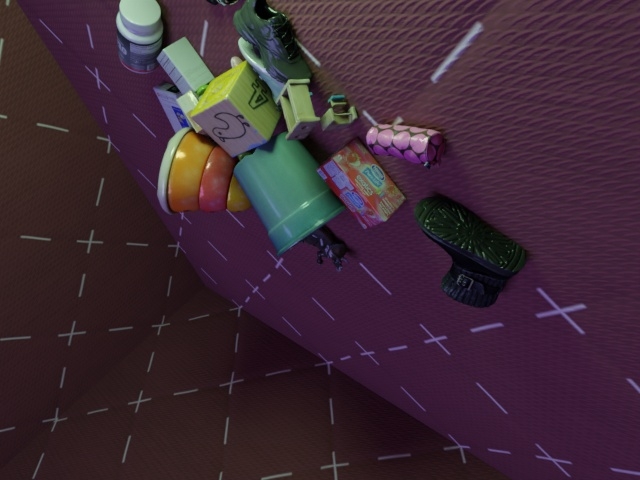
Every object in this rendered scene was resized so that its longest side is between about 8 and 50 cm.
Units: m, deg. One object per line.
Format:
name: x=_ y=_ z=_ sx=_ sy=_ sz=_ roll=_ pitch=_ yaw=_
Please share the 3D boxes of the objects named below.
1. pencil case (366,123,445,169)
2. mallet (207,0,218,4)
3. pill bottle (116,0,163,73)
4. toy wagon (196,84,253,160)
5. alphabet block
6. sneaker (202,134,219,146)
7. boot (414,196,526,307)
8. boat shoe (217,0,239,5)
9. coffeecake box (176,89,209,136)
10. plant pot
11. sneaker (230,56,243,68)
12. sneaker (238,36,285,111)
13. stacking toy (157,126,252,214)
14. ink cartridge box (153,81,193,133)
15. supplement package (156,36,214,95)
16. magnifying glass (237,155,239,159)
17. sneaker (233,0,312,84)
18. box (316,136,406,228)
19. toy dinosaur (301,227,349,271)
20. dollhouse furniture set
pencil case: x=0.227 y=-0.255 z=1.303 sx=0.209 sy=0.095 sz=0.098 roll=24 pitch=164 yaw=42
mallet: x=-0.319 y=-0.778 z=1.411 sx=0.062 sy=0.039 sz=0.189 roll=43 pitch=151 yaw=8
pill bottle: x=-0.674 y=-0.770 z=1.812 sx=0.161 sy=0.161 sz=0.283 roll=47 pitch=155 yaw=-2
toy wagon: x=-0.333 y=-0.423 z=1.817 sx=0.267 sy=0.068 sz=0.344 roll=62 pitch=-170 yaw=21
alphabet block: x=-0.263 y=-0.422 z=1.571 sx=0.193 sy=0.193 sz=0.197 roll=-15 pitch=135 yaw=38
sneaker: x=-0.503 y=-0.440 z=2.116 sx=0.106 sy=0.078 sz=0.234 roll=44 pitch=171 yaw=18
boot: x=0.401 y=0.047 z=1.433 sx=0.348 sy=0.131 sz=0.260 roll=38 pitch=154 yaw=15
boat shoe: x=-0.259 y=-0.708 z=1.382 sx=0.183 sy=0.066 sz=0.066 roll=12 pitch=139 yaw=49
coffeecake box: x=-0.444 y=-0.472 z=1.828 sx=0.142 sy=0.068 sz=0.185 roll=58 pitch=-171 yaw=-1
plant pot: x=-0.106 y=-0.173 z=1.688 sx=0.334 sy=0.341 sz=0.341 roll=55 pitch=155 yaw=0
sneaker: x=-0.240 y=-0.554 z=1.613 sx=0.070 sy=0.051 sz=0.134 roll=-6 pitch=119 yaw=43
sneaker: x=-0.163 y=-0.509 z=1.506 sx=0.256 sy=0.094 sz=0.151 roll=45 pitch=158 yaw=4
stacking toy: x=-0.351 y=-0.218 z=1.886 sx=0.481 sy=0.350 sz=0.350 roll=15 pitch=151 yaw=1
ink cartridge box: x=-0.611 y=-0.526 z=2.197 sx=0.176 sy=0.069 sz=0.370 roll=26 pitch=146 yaw=35
supplement package: x=-0.503 y=-0.641 z=1.810 sx=0.179 sy=0.105 sz=0.105 roll=55 pitch=154 yaw=-18
magnifying glass: x=-0.387 y=-0.409 z=2.076 sx=0.231 sy=0.026 sz=0.092 roll=49 pitch=155 yaw=-9
sneaker: x=-0.122 y=-0.560 z=1.364 sx=0.286 sy=0.109 sz=0.130 roll=46 pitch=145 yaw=-10
box: x=0.128 y=-0.176 z=1.525 sx=0.256 sy=0.122 sz=0.128 roll=50 pitch=155 yaw=-9
toy dinosaur: x=0.000 y=0.000 z=2.033 sx=0.313 sy=0.121 sz=0.160 roll=47 pitch=143 yaw=6
dollhouse furniture set: x=-0.015 y=-0.383 z=1.420 sx=0.129 sy=0.184 sz=0.129 roll=-30 pitch=73 yaw=64
